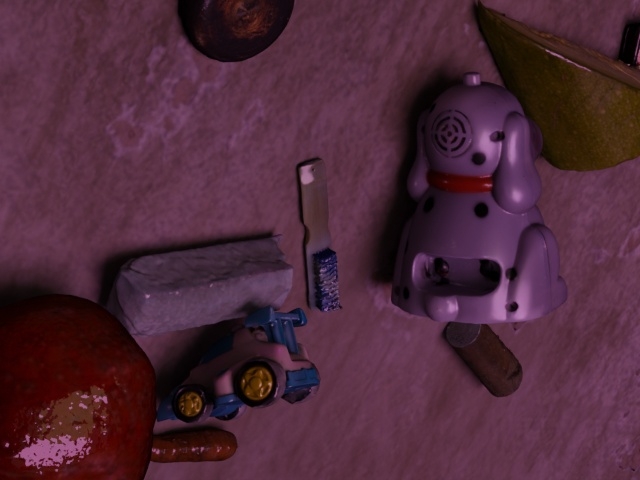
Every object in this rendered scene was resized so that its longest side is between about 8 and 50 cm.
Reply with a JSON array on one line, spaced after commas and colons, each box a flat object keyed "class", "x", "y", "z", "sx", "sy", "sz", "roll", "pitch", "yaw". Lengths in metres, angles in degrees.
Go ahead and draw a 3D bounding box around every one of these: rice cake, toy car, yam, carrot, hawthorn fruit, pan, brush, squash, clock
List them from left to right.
[{"class": "hawthorn fruit", "x": -0.265, "y": 0.156, "z": 1.326, "sx": 0.250, "sy": 0.215, "sz": 0.215, "roll": -7, "pitch": 117, "yaw": -29}, {"class": "carrot", "x": -0.155, "y": 0.213, "z": 1.553, "sx": 0.165, "sy": 0.036, "sz": 0.035, "roll": 2, "pitch": 111, "yaw": -38}, {"class": "rice cake", "x": -0.113, "y": 0.045, "z": 1.473, "sx": 0.206, "sy": 0.063, "sz": 0.069, "roll": -7, "pitch": 135, "yaw": -40}, {"class": "toy car", "x": -0.085, "y": 0.127, "z": 1.516, "sx": 0.126, "sy": 0.161, "sz": 0.098, "roll": 12, "pitch": 65, "yaw": -67}, {"class": "pan", "x": -0.038, "y": -0.247, "z": 1.402, "sx": 0.212, "sy": 0.040, "sz": 0.115, "roll": -41, "pitch": 138, "yaw": -14}, {"class": "brush", "x": 0.000, "y": 0.000, "z": 1.571, "sx": 0.033, "sy": 0.030, "sz": 0.178, "roll": -17, "pitch": 123, "yaw": -20}, {"class": "clock", "x": 0.166, "y": -0.053, "z": 1.604, "sx": 0.189, "sy": 0.189, "sz": 0.254, "roll": -8, "pitch": 102, "yaw": -37}, {"class": "yam", "x": 0.196, "y": 0.136, "z": 1.787, "sx": 0.054, "sy": 0.054, "sz": 0.132, "roll": -49, "pitch": 133, "yaw": -8}, {"class": "squash", "x": 0.290, "y": -0.192, "z": 1.638, "sx": 0.169, "sy": 0.093, "sz": 0.252, "roll": -33, "pitch": 132, "yaw": 0}]

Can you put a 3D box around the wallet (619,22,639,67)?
[{"class": "wallet", "x": 0.441, "y": -0.178, "z": 1.787, "sx": 0.195, "sy": 0.042, "sz": 0.161, "roll": 2, "pitch": 113, "yaw": -16}]
